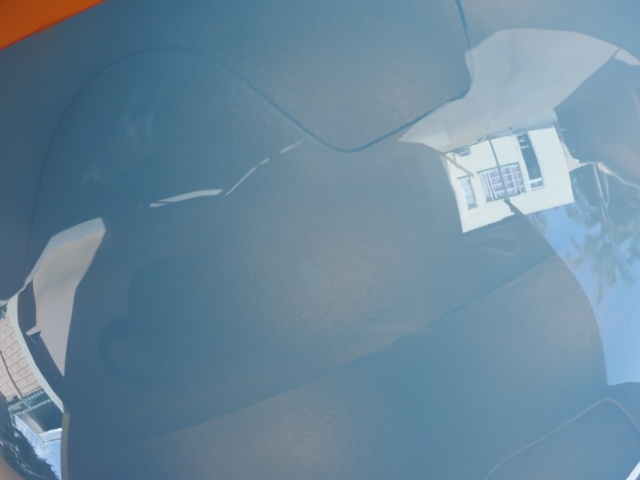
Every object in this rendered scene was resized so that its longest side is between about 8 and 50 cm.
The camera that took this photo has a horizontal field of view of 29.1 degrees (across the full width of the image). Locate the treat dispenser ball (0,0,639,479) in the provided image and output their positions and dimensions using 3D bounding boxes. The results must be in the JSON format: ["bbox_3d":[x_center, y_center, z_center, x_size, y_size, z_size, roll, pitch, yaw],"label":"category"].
[{"bbox_3d":[0.000,0.000,0.457,0.288,0.288,0.288,-21,173,-3],"label":"treat dispenser ball"}]
